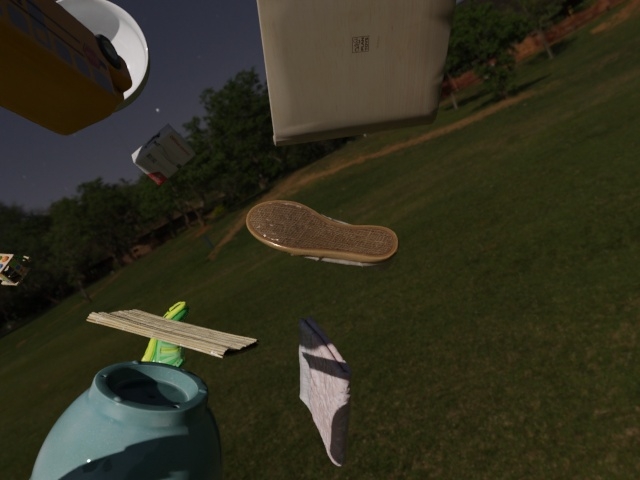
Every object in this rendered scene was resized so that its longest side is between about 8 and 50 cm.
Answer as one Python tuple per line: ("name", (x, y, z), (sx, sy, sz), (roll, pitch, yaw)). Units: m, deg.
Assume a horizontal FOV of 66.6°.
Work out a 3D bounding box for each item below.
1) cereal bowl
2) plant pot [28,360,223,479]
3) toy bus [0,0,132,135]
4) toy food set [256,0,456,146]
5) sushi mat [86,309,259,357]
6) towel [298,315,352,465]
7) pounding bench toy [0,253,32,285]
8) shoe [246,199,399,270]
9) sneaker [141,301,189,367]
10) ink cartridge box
("cereal bowl", (-0.674, -0.527, 1.442), (0.339, 0.339, 0.141), (-30, 4, -10))
("plant pot", (-0.282, 0.312, 0.763), (0.293, 0.196, 0.293), (14, 5, -1))
("toy bus", (-0.353, -0.227, 0.581), (0.108, 0.130, 0.332), (-22, -11, 7))
("toy food set", (0.036, -0.255, 0.581), (0.219, 0.306, 0.092), (-9, 48, -5))
("sushi mat", (-0.294, 0.184, 0.990), (0.316, 0.019, 0.151), (10, -1, 17))
("towel", (0.006, 0.440, 1.460), (0.053, 0.332, 0.317), (-9, 26, -21))
("pounding bench toy", (-0.744, 0.056, 1.171), (0.052, 0.065, 0.083), (1, 51, 20))
("shoe", (0.000, 0.000, 0.686), (0.058, 0.219, 0.077), (81, -154, -64))
("sneaker", (-0.455, 0.320, 1.473), (0.296, 0.123, 0.109), (-65, 13, 6))
("ink cartridge box", (-0.424, -0.233, 1.322), (0.135, 0.099, 0.056), (-40, 42, 2))
